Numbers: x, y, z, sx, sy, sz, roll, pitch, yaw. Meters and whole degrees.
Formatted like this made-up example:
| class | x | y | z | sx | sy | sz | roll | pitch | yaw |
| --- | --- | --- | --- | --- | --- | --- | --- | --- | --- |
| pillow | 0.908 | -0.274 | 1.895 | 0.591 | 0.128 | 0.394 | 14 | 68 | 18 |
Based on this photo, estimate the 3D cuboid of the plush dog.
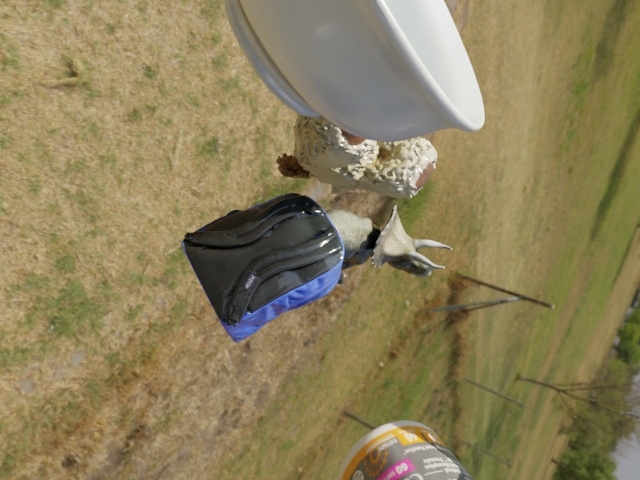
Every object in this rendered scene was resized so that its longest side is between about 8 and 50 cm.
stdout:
| class | x | y | z | sx | sy | sz | roll | pitch | yaw |
| --- | --- | --- | --- | --- | --- | --- | --- | --- | --- |
| plush dog | 0.042 | -0.199 | 0.759 | 0.262 | 0.210 | 0.225 | 23 | 77 | -49 |

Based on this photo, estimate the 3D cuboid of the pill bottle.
| class | x | y | z | sx | sy | sz | roll | pitch | yaw |
| --- | --- | --- | --- | --- | --- | --- | --- | --- | --- |
| pill bottle | 0.139 | 0.352 | 0.593 | 0.162 | 0.278 | 0.162 | -7 | 111 | -20 |

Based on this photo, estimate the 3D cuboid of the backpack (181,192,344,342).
| class | x | y | z | sx | sy | sz | roll | pitch | yaw |
| --- | --- | --- | --- | --- | --- | --- | --- | --- | --- |
| backpack | -0.043 | 0.019 | 0.454 | 0.120 | 0.098 | 0.101 | -29 | 162 | -11 |

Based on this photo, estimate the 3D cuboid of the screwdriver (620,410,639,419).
| class | x | y | z | sx | sy | sz | roll | pitch | yaw |
| --- | --- | --- | --- | --- | --- | --- | --- | --- | --- |
| screwdriver | 0.410 | 0.204 | 0.543 | 0.024 | 0.170 | 0.025 | -14 | 118 | -59 |

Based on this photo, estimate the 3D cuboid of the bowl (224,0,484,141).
| class | x | y | z | sx | sy | sz | roll | pitch | yaw |
| --- | --- | --- | --- | --- | --- | --- | --- | --- | --- |
| bowl | 0.014 | -0.199 | 0.441 | 0.298 | 0.134 | 0.298 | 40 | 38 | -40 |

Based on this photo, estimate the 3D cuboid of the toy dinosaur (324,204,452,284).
| class | x | y | z | sx | sy | sz | roll | pitch | yaw |
| --- | --- | --- | --- | --- | --- | --- | --- | --- | --- |
| toy dinosaur | 0.000 | 0.000 | 0.701 | 0.313 | 0.160 | 0.121 | 4 | 66 | -27 |
